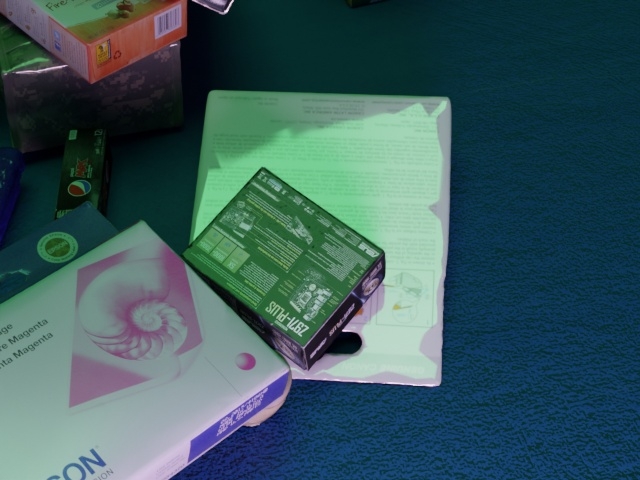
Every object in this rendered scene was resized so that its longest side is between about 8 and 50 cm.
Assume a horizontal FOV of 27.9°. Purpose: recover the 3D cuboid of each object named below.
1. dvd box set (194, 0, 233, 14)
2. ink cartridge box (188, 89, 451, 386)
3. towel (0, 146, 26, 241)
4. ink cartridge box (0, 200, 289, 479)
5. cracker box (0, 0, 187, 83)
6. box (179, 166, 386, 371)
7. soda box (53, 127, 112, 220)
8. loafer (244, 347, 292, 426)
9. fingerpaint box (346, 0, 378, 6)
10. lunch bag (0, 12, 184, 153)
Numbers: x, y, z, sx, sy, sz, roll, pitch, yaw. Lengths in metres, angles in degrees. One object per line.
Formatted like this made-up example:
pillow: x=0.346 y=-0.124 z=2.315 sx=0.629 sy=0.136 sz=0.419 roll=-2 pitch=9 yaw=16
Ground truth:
dvd box set: x=-0.268 y=-0.441 z=1.698 sx=0.307 sy=0.062 sz=0.420 roll=23 pitch=19 yaw=-19
ink cartridge box: x=0.000 y=0.000 z=1.555 sx=0.308 sy=0.091 sz=0.385 roll=3 pitch=64 yaw=4
towel: x=-0.534 y=-0.030 z=1.589 sx=0.308 sy=0.076 sz=0.228 roll=5 pitch=54 yaw=6
ink cartridge box: x=-0.257 y=0.115 z=1.278 sx=0.324 sy=0.071 sz=0.330 roll=-34 pitch=66 yaw=-32
cracker box: x=-0.299 y=-0.306 z=1.613 sx=0.232 sy=0.067 sz=0.156 roll=37 pitch=54 yaw=27
box: x=-0.040 y=0.031 z=1.445 sx=0.180 sy=0.077 sz=0.147 roll=35 pitch=70 yaw=17
soda box: x=-0.296 y=-0.065 z=1.615 sx=0.053 sy=0.060 sz=0.169 roll=-1 pitch=46 yaw=-1
loafer: x=-0.163 y=0.149 z=1.387 sx=0.268 sy=0.092 sz=0.102 roll=14 pitch=47 yaw=11
fingerpaint box: x=0.047 y=-0.638 z=1.932 sx=0.163 sy=0.371 sz=0.445 roll=-14 pitch=47 yaw=-11
lunch bag: x=-0.326 y=-0.274 z=1.741 sx=0.235 sy=0.169 sz=0.287 roll=-11 pitch=44 yaw=-14
